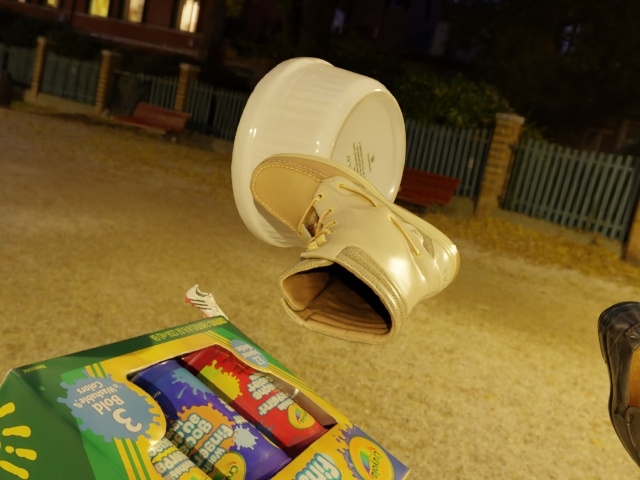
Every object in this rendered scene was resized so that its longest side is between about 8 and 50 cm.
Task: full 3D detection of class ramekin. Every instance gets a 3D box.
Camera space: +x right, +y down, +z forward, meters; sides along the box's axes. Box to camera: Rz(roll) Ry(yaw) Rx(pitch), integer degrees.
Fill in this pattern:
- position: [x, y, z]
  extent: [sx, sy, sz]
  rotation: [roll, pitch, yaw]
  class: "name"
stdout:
- position: [0.013, -0.110, 0.971]
  extent: [0.127, 0.272, 0.273]
  rotation: [16, 10, 30]
  class: "ramekin"

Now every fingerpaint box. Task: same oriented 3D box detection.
- position: [-0.123, 0.280, 0.850]
  extent: [0.371, 0.163, 0.445]
  rotation: [37, 13, 16]
  class: "fingerpaint box"

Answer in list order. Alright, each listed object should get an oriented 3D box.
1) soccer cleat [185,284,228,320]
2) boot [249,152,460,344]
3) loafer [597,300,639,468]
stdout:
- position: [-0.181, 0.105, 1.152]
  extent: [0.083, 0.035, 0.029]
  rotation: [37, 21, -6]
  class: "soccer cleat"
- position: [0.000, 0.000, 0.736]
  extent: [0.262, 0.095, 0.203]
  rotation: [33, 28, 15]
  class: "boot"
- position: [0.273, 0.137, 0.587]
  extent: [0.062, 0.170, 0.061]
  rotation: [-21, 11, 11]
  class: "loafer"
